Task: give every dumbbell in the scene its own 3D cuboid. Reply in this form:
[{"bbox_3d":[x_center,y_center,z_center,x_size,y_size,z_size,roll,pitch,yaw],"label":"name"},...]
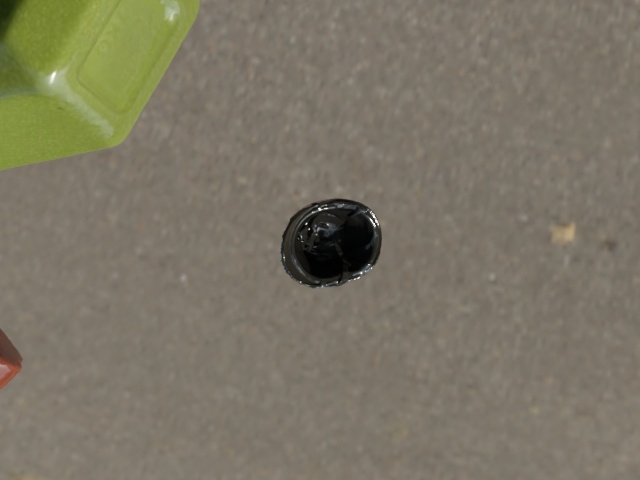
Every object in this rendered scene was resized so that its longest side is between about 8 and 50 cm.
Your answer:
[{"bbox_3d":[-0.154,-0.129,0.538,0.108,0.121,0.302,22,169,35],"label":"dumbbell"}]

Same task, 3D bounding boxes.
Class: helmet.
[{"bbox_3d":[-0.002,0.000,1.267,0.084,0.065,0.049,-8,-169,-26],"label":"helmet"}]

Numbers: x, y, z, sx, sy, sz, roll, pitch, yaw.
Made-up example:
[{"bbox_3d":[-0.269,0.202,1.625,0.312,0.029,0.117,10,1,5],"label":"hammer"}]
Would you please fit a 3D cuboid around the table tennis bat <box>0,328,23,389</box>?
[{"bbox_3d":[-0.250,0.145,0.750,0.310,0.038,0.200,-44,117,8],"label":"table tennis bat"}]
